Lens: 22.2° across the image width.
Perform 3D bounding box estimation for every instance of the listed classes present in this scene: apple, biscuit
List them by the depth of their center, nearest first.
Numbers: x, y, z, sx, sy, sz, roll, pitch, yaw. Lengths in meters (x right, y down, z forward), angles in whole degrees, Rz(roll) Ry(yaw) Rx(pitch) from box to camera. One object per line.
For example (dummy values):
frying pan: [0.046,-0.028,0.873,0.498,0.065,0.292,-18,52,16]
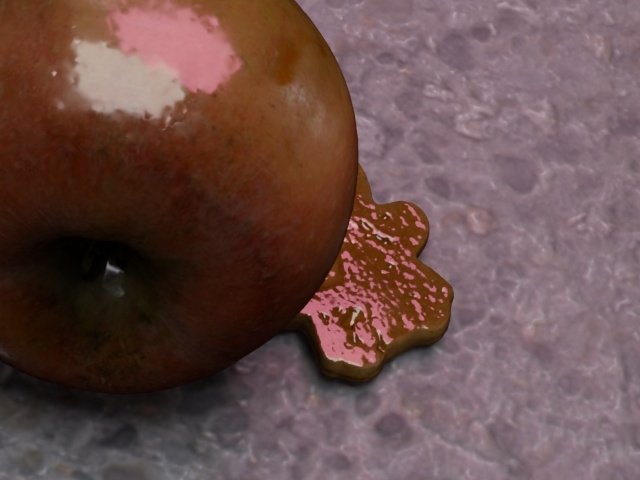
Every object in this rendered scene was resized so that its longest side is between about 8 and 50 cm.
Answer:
apple: [-0.145,-0.071,1.187,0.338,0.338,0.305,11,41,-9]
biscuit: [-0.001,0.001,1.351,0.184,0.035,0.249,-29,71,-28]
